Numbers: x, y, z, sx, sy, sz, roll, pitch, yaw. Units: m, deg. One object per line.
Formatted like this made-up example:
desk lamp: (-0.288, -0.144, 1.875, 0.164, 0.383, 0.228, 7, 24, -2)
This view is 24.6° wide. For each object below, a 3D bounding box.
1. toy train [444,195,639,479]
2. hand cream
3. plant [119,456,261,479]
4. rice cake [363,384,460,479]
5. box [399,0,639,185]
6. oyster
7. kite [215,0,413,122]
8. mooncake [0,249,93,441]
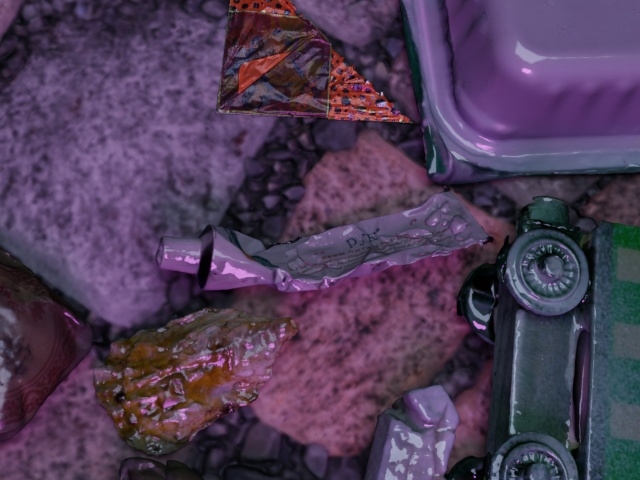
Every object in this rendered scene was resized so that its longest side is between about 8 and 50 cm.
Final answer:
toy train: (0.205, 0.118, 1.111, 0.202, 0.120, 0.301, 9, 69, -9)
hand cream: (0.000, 0.003, 1.143, 0.257, 0.050, 0.084, -7, 31, -15)
plant: (-0.067, 0.204, 1.064, 0.174, 0.087, 0.085, 18, 39, -7)
rice cake: (0.038, 0.265, 1.057, 0.063, 0.066, 0.336, 17, 72, -11)
box: (0.241, -0.191, 1.231, 0.336, 0.106, 0.264, -4, 72, -9)
oyster: (-0.099, 0.106, 1.115, 0.146, 0.045, 0.122, 12, 83, -4)
kite: (-0.040, -0.142, 1.224, 0.125, 0.008, 0.222, -40, 80, -16)
mooncake: (-0.244, 0.072, 1.082, 0.130, 0.073, 0.125, 34, 68, 2)
